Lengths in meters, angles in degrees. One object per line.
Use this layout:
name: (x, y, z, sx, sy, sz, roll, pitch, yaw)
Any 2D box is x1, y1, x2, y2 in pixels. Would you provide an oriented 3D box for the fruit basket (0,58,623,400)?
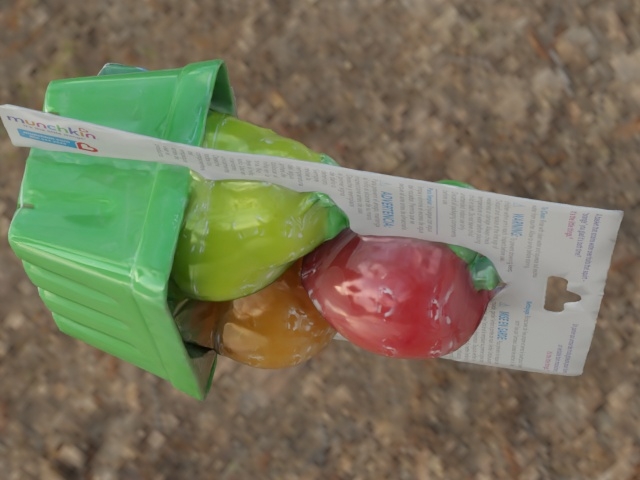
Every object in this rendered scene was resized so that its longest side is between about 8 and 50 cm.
fruit basket: (0.000, 0.000, 1.232, 0.353, 0.327, 0.165, 4, 70, 5)
